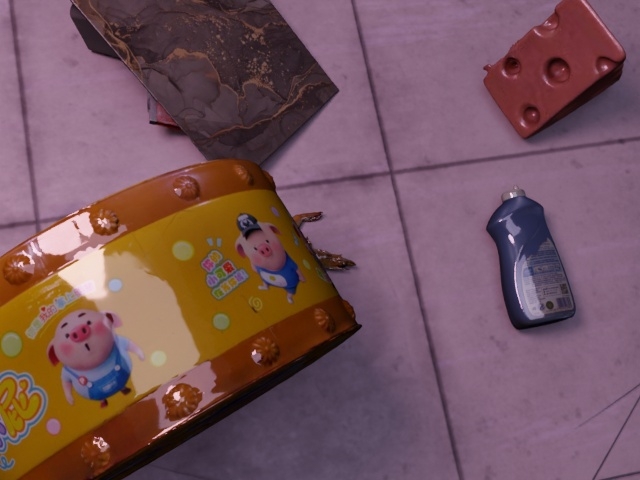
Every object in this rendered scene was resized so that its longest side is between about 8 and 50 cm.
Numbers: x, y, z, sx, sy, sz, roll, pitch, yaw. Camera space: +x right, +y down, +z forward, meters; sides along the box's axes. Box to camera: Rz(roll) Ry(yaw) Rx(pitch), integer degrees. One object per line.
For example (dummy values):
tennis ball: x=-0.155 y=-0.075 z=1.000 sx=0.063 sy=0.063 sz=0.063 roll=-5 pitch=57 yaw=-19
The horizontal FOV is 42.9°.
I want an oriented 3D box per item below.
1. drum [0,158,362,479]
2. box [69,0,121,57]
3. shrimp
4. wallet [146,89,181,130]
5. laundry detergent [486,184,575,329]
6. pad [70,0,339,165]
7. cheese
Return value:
drum: x=-0.185 y=0.111 z=0.872 sx=0.431 sy=0.431 sz=0.214 roll=-29 pitch=81 yaw=-15
box: x=-0.291 y=-0.307 z=1.125 sx=0.069 sy=0.122 sz=0.084 roll=11 pitch=71 yaw=6
shrimp: x=0.000 y=0.000 z=1.137 sx=0.114 sy=0.023 sz=0.083 roll=15 pitch=70 yaw=-1
wallet: x=-0.199 y=-0.247 z=1.151 sx=0.103 sy=0.020 sz=0.197 roll=7 pitch=71 yaw=-37
laundry detergent: x=0.294 y=0.018 z=1.160 sx=0.096 sy=0.061 sz=0.206 roll=-9 pitch=76 yaw=-9
pad: x=-0.158 y=-0.281 z=1.113 sx=0.367 sy=0.007 sz=0.247 roll=50 pitch=61 yaw=-13
cheese: x=0.373 y=-0.273 z=1.210 sx=0.177 sy=0.203 sz=0.128 roll=-27 pitch=77 yaw=-44
